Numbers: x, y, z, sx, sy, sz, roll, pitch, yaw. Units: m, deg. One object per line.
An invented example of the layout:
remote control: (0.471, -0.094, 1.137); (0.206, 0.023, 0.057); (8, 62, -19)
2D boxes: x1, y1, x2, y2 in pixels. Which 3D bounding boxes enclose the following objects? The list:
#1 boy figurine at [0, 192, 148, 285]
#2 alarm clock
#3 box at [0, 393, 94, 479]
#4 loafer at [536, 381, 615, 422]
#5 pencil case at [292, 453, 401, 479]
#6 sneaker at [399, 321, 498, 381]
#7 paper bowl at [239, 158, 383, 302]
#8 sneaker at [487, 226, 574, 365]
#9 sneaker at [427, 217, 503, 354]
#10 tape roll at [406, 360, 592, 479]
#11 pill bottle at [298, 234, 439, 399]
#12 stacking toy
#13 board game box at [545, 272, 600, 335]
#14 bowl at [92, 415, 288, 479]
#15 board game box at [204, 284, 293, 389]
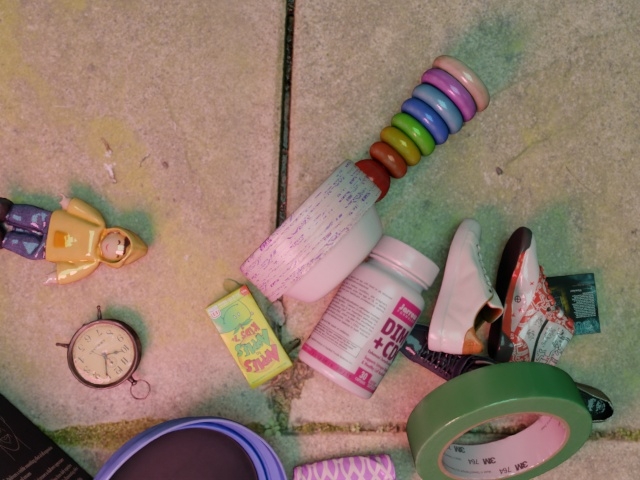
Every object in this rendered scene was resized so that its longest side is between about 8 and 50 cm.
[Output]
boy figurine: (-0.475, 0.005, 1.248); (0.285, 0.092, 0.177); (14, 82, -1)
alarm clock: (-0.394, 0.228, 1.251); (0.129, 0.064, 0.192); (-43, 88, -7)
box: (-0.614, 0.400, 1.104); (0.395, 0.293, 0.212); (44, 83, 0)
loafer: (0.468, 0.307, 1.309); (0.251, 0.087, 0.094); (10, 85, -4)
pencil case: (0.044, 0.461, 1.261); (0.206, 0.088, 0.086); (-8, 89, -6)
sneaker: (0.247, 0.229, 1.260); (0.226, 0.163, 0.086); (31, 85, -1)
paper bowl: (0.000, 0.000, 1.192); (0.284, 0.284, 0.148); (-45, 92, -7)
sneaker: (0.424, 0.116, 1.293); (0.145, 0.090, 0.269); (11, 88, -5)
sneaker: (0.295, 0.090, 1.264); (0.123, 0.106, 0.290); (8, 61, 20)
tape roll: (0.320, 0.345, 1.195); (0.322, 0.321, 0.077); (-5, 44, -5)
pill bottle: (0.097, 0.141, 1.252); (0.160, 0.160, 0.283); (32, 84, -2)
stacking toy: (0.175, -0.207, 1.312); (0.141, 0.141, 0.330); (45, 90, -1)
board game box: (0.475, 0.137, 1.354); (0.186, 0.026, 0.126); (-4, 87, -6)
bowl: (-0.237, 0.498, 1.158); (0.391, 0.077, 0.390); (-2, 94, -34)
board game box: (-0.139, 0.187, 1.287); (0.092, 0.043, 0.181); (-31, 89, -7)
